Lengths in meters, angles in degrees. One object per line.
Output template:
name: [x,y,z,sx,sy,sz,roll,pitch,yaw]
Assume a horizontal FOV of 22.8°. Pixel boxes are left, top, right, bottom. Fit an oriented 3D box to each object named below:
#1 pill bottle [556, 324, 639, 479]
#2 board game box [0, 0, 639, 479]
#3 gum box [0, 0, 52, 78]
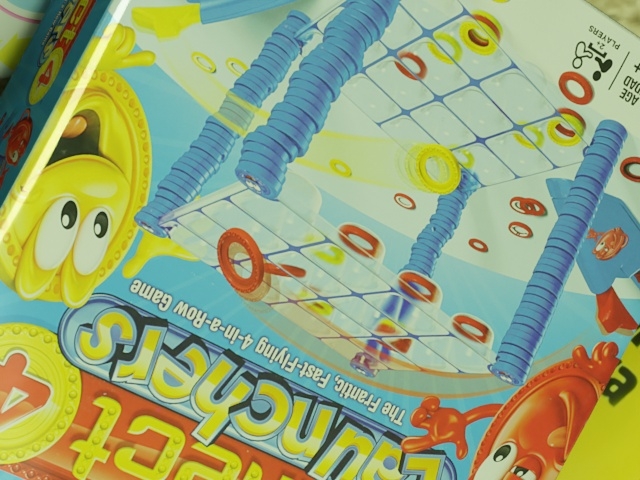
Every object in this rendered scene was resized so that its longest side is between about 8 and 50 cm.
pill bottle: [0.218,0.081,0.876,0.334,0.188,0.188,-44,119,5]
board game box: [0.000,0.000,0.722,0.308,0.086,0.302,28,90,-26]
gum box: [-0.128,-0.139,0.738,0.188,0.062,0.107,-11,116,-12]
